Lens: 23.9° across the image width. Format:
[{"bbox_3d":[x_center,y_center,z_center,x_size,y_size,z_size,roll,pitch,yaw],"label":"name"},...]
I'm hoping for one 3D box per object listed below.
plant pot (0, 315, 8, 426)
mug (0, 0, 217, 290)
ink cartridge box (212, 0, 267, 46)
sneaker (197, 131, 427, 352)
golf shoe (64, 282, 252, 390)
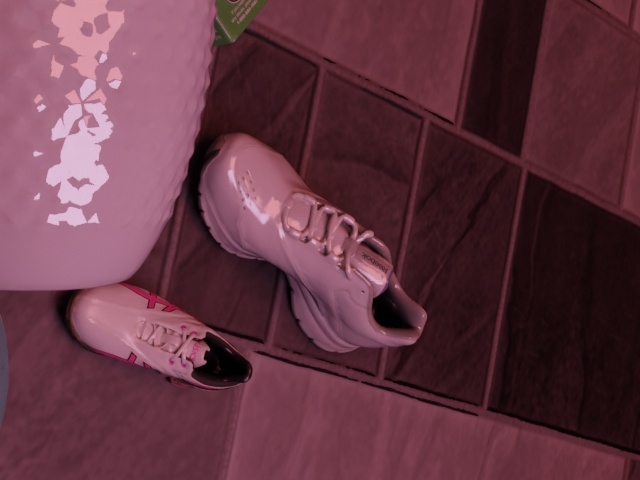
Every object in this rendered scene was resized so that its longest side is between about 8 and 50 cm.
[{"bbox_3d":[-0.343,0.082,0.944,0.293,0.235,0.293,-21,114,-58],"label":"plant pot"},{"bbox_3d":[-0.202,-0.141,1.146,0.374,0.276,0.328,-22,116,-76],"label":"mug"},{"bbox_3d":[-0.119,-0.296,1.328,0.208,0.086,0.153,55,53,-31],"label":"ink cartridge box"},{"bbox_3d":[0.000,0.000,1.432,0.297,0.129,0.111,46,61,-36],"label":"sneaker"},{"bbox_3d":[-0.138,0.082,1.321,0.186,0.086,0.068,27,73,-42],"label":"golf shoe"}]
